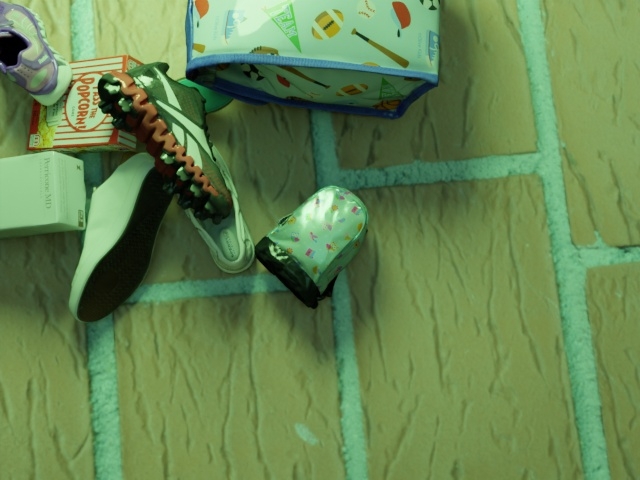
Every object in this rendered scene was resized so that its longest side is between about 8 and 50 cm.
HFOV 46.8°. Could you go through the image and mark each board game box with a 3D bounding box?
[{"bbox_3d":[-0.381,-0.216,1.199,0.194,0.045,0.146,0,81,25],"label":"board game box"}]

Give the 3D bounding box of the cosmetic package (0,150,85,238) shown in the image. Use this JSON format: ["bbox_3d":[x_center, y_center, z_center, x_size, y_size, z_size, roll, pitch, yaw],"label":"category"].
[{"bbox_3d":[-0.493,-0.065,1.163,0.231,0.085,0.117,-7,82,15],"label":"cosmetic package"}]

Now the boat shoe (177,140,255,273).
[{"bbox_3d":[-0.183,-0.079,1.208,0.098,0.096,0.277,-28,84,-6],"label":"boat shoe"}]

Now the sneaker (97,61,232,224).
[{"bbox_3d":[-0.207,-0.157,1.121,0.135,0.098,0.276,-40,95,-31],"label":"sneaker"}]

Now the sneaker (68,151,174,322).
[{"bbox_3d":[-0.336,-0.010,1.205,0.123,0.106,0.290,28,90,37],"label":"sneaker"}]

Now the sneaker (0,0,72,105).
[{"bbox_3d":[-0.497,-0.321,1.190,0.095,0.104,0.236,-48,63,12],"label":"sneaker"}]

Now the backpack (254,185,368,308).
[{"bbox_3d":[0.000,0.000,1.200,0.152,0.115,0.182,45,79,6],"label":"backpack"}]

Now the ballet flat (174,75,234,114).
[{"bbox_3d":[-0.244,-0.236,1.239,0.206,0.067,0.073,-13,108,-4],"label":"ballet flat"}]

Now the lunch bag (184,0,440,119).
[{"bbox_3d":[-0.020,-0.389,1.193,0.386,0.239,0.327,3,79,-13],"label":"lunch bag"}]
